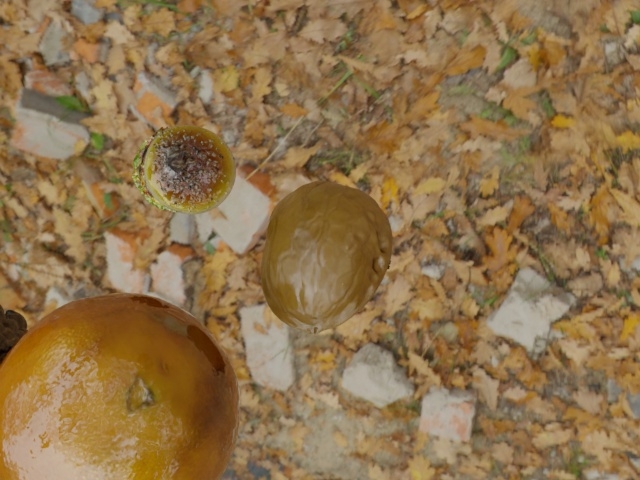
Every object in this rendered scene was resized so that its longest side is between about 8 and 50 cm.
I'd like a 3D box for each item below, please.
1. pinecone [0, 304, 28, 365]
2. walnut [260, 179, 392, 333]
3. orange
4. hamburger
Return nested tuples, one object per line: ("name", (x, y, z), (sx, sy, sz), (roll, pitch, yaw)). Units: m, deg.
("pinecone", (-0.485, 0.175, 1.015), (0.204, 0.184, 0.179), (-22, 68, 32))
("walnut", (-0.001, 0.000, 0.920), (0.167, 0.211, 0.087), (-3, 144, 14))
("orange", (-0.214, 0.184, 0.810), (0.260, 0.261, 0.261), (7, 113, 16))
("hamburger", (-0.189, -0.098, 1.062), (0.141, 0.081, 0.127), (17, 83, -2))
